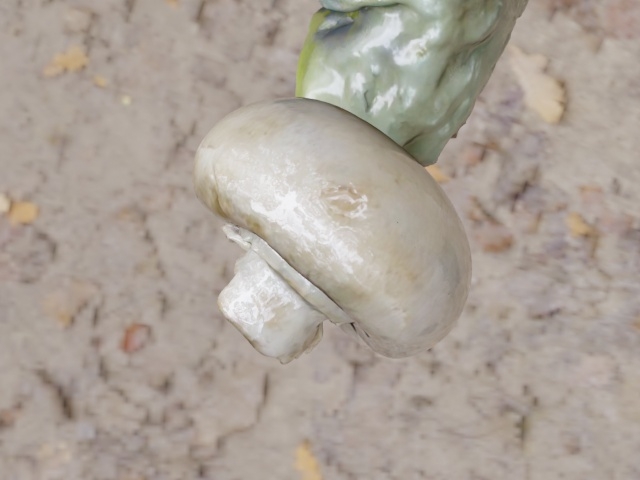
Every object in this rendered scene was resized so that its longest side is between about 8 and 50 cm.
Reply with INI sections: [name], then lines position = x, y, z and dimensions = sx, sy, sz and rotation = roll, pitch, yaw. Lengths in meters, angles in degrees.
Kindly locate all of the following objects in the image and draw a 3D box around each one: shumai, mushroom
[shumai]
position = 0.094, -0.188, 1.464
dimensions = 0.304, 0.309, 0.263
rotation = -6, 98, 6
[mushroom]
position = 0.000, 0.000, 1.285
dimensions = 0.178, 0.226, 0.226
rotation = -41, 60, -6
